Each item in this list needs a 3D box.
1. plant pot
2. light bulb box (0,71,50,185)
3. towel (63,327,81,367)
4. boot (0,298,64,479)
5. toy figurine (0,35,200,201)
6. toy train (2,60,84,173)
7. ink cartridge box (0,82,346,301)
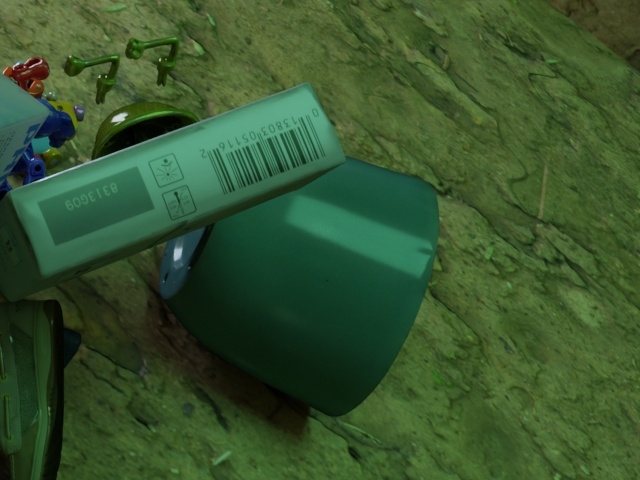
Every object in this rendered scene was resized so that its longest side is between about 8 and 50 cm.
[{"bbox_3d":[-0.041,0.022,1.958,0.235,0.293,0.293,23,36,-17],"label":"plant pot"},{"bbox_3d":[-0.487,-0.114,1.510,0.358,0.225,0.361,39,18,3],"label":"light bulb box"},{"bbox_3d":[-0.307,0.098,1.763,0.119,0.067,0.029,23,39,-29],"label":"towel"},{"bbox_3d":[-0.329,0.158,1.642,0.165,0.213,0.077,3,3,1],"label":"boot"},{"bbox_3d":[-0.337,-0.142,1.871,0.362,0.191,0.217,-21,37,-20],"label":"toy figurine"},{"bbox_3d":[-0.347,-0.135,2.024,0.125,0.046,0.166,20,41,-6],"label":"toy train"},{"bbox_3d":[-0.184,-0.020,1.689,0.308,0.385,0.091,-23,87,-23],"label":"ink cartridge box"}]
